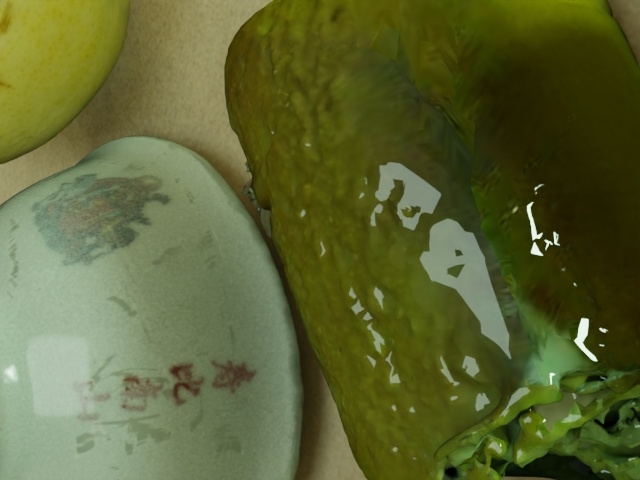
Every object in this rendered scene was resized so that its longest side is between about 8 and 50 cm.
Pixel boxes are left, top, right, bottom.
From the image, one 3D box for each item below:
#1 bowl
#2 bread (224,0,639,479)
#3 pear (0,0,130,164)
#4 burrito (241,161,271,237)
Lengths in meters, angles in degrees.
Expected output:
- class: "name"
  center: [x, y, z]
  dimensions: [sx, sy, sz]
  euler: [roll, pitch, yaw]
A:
- class: "bowl"
  center: [-0.234, 0.122, 0.809]
  dimensions: [0.434, 0.196, 0.435]
  euler: [5, 97, 45]
- class: "bread"
  center: [0.084, -0.022, 0.561]
  dimensions: [0.251, 0.208, 0.377]
  euler: [-30, 69, 32]
- class: "pear"
  center: [-0.328, -0.218, 0.834]
  dimensions: [0.309, 0.309, 0.309]
  euler: [2, 93, 40]
- class: "burrito"
  center: [-0.001, 0.000, 0.725]
  dimensions: [0.188, 0.045, 0.058]
  euler: [46, 126, 27]
